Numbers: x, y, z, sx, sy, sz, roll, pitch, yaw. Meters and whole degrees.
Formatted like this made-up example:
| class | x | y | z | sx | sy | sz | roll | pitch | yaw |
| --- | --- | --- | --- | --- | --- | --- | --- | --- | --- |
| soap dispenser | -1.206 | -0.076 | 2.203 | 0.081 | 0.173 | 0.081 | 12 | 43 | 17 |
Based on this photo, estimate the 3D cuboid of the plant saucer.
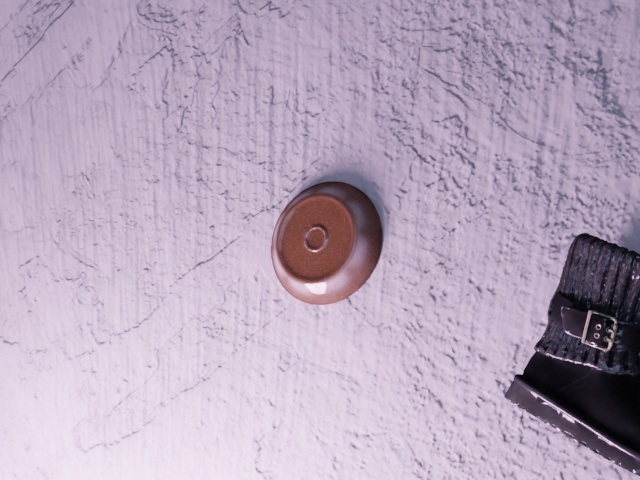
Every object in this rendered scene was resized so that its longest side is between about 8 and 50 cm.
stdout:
| class | x | y | z | sx | sy | sz | roll | pitch | yaw |
| --- | --- | --- | --- | --- | --- | --- | --- | --- | --- |
| plant saucer | 0.000 | 0.000 | 1.803 | 0.199 | 0.036 | 0.198 | -7 | 74 | 27 |

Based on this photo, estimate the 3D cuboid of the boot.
| class | x | y | z | sx | sy | sz | roll | pitch | yaw |
| --- | --- | --- | --- | --- | --- | --- | --- | --- | --- |
| boot | 0.419 | 0.157 | 1.466 | 0.348 | 0.131 | 0.260 | 29 | 93 | 32 |
